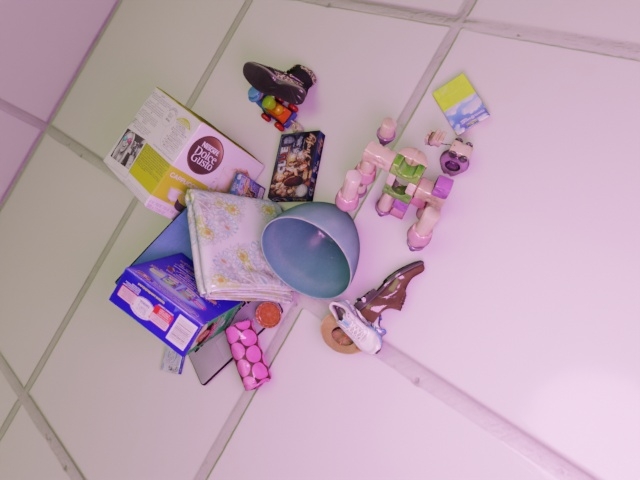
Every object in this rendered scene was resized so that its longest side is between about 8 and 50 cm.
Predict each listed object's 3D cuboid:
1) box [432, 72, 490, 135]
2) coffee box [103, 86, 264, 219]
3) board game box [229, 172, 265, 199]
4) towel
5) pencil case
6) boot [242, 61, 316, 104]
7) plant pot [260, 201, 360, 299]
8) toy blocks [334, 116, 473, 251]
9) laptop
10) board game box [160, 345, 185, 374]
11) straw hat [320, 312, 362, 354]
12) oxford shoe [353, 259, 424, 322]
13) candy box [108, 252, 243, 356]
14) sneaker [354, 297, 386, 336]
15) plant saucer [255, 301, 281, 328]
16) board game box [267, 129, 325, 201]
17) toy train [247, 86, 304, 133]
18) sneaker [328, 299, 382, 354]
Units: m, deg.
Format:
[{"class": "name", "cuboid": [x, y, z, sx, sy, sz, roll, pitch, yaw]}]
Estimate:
[{"class": "box", "cuboid": [0.413, -0.391, 1.490, 0.109, 0.042, 0.178, -31, 59, 19]}, {"class": "coffee box", "cuboid": [-0.479, -0.273, 1.812, 0.338, 0.337, 0.334, 39, 94, 36]}, {"class": "board game box", "cuboid": [-0.267, -0.112, 1.747, 0.035, 0.136, 0.201, 9, 77, 33]}, {"class": "towel", "cuboid": [-0.240, 0.016, 1.574, 0.090, 0.320, 0.375, -40, 54, 39]}, {"class": "pencil case", "cuboid": [-0.218, 0.348, 1.561, 0.095, 0.098, 0.210, -39, 67, 51]}, {"class": "boot", "cuboid": [-0.136, -0.570, 1.777, 0.236, 0.179, 0.085, 27, 131, 1]}, {"class": "plant pot", "cuboid": [0.000, 0.000, 1.489, 0.290, 0.290, 0.195, 4, 37, 32]}, {"class": "toy blocks", "cuboid": [0.221, -0.141, 1.437, 0.288, 0.260, 0.309, 26, 60, 8]}, {"class": "laptop", "cuboid": [-0.403, 0.183, 1.662, 0.382, 0.236, 0.408, -44, 56, 11]}, {"class": "board game box", "cuboid": [-0.511, 0.414, 1.775, 0.089, 0.020, 0.090, 2, 74, 31]}, {"class": "straw hat", "cuboid": [0.061, 0.278, 1.443, 0.145, 0.144, 0.061, 62, 148, 31]}, {"class": "oxford shoe", "cuboid": [0.207, 0.142, 1.402, 0.227, 0.083, 0.096, -39, 83, -3]}, {"class": "candy box", "cuboid": [-0.404, 0.174, 1.491, 0.268, 0.317, 0.122, 36, 102, 7]}, {"class": "sneaker", "cuboid": [0.144, 0.217, 1.435, 0.058, 0.052, 0.135, -30, 66, 8]}, {"class": "plant saucer", "cuboid": [-0.162, 0.234, 1.599, 0.083, 0.013, 0.084, 1, 93, 11]}, {"class": "board game box", "cuboid": [-0.083, -0.252, 1.743, 0.164, 0.042, 0.244, 1, 73, 32]}, {"class": "toy train", "cuboid": [-0.146, -0.457, 1.795, 0.248, 0.143, 0.105, 41, 96, 35]}, {"class": "sneaker", "cuboid": [0.086, 0.235, 1.380, 0.190, 0.083, 0.071, 44, 101, 28]}]
